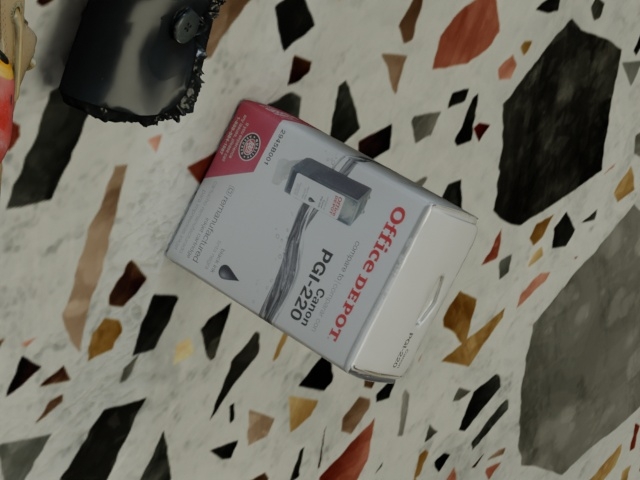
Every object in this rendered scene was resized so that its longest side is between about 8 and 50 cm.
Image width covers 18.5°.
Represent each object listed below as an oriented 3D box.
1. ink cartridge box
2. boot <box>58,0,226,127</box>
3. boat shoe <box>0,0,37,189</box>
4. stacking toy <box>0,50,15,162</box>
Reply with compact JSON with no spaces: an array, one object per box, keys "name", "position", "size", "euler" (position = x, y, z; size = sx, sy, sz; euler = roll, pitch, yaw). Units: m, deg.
[{"name":"ink cartridge box","position":[0.000,0.000,1.638],"size":[0.092,0.218,0.158],"euler":[16,102,-59]},{"name":"boot","position":[-0.136,-0.185,1.396],"size":[0.246,0.094,0.207],"euler":[3,110,-64]},{"name":"boat shoe","position":[-0.234,-0.122,1.281],"size":[0.110,0.122,0.341],"euler":[-28,136,-41]},{"name":"stacking toy","position":[-0.219,-0.125,0.967],"size":[0.279,0.130,0.309],"euler":[-43,164,22]}]
